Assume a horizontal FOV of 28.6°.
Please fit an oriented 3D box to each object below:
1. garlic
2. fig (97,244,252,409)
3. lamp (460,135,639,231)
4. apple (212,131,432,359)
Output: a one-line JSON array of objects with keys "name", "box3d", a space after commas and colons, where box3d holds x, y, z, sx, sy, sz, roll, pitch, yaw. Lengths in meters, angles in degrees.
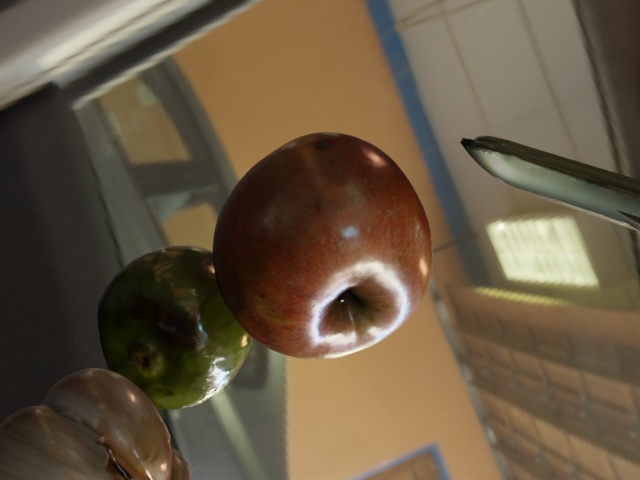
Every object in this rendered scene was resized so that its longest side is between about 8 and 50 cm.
[{"name": "garlic", "box3d": [-0.223, 0.213, 1.061, 0.191, 0.214, 0.160, 7, -58, 51]}, {"name": "fig", "box3d": [-0.176, 0.102, 1.632, 0.203, 0.203, 0.225, 69, 26, -17]}, {"name": "lamp", "box3d": [0.208, -0.070, 0.725, 0.203, 0.283, 0.124, 23, -43, 11]}, {"name": "apple", "box3d": [0.000, 0.000, 1.385, 0.253, 0.254, 0.253, 157, -90, -85]}]
